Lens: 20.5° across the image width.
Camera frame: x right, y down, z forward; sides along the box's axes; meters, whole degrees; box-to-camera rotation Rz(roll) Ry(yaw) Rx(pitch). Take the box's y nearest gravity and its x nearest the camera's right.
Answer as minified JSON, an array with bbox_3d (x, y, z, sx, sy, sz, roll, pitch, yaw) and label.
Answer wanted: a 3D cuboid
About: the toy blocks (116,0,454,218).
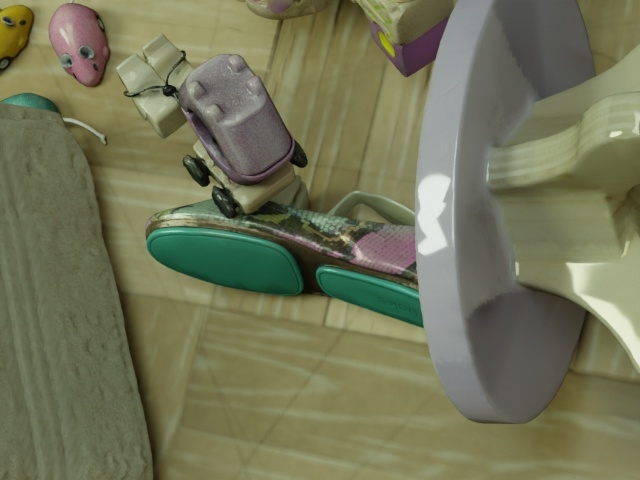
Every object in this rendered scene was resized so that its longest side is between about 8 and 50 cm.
[{"bbox_3d":[-0.029,-0.243,1.068,0.309,0.260,0.288,-38,65,-11],"label":"toy blocks"}]

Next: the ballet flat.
[{"bbox_3d":[0.000,0.000,1.131,0.221,0.077,0.079,12,60,17],"label":"ballet flat"}]

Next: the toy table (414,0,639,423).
[{"bbox_3d":[0.165,-0.032,0.996,0.161,0.252,0.274,-2,86,36],"label":"toy table"}]

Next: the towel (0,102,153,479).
[{"bbox_3d":[-0.211,0.036,1.126,0.049,0.187,0.282,-31,64,39],"label":"towel"}]

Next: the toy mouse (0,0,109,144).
[{"bbox_3d":[-0.199,-0.118,1.251,0.161,0.031,0.143,-42,65,3],"label":"toy mouse"}]
